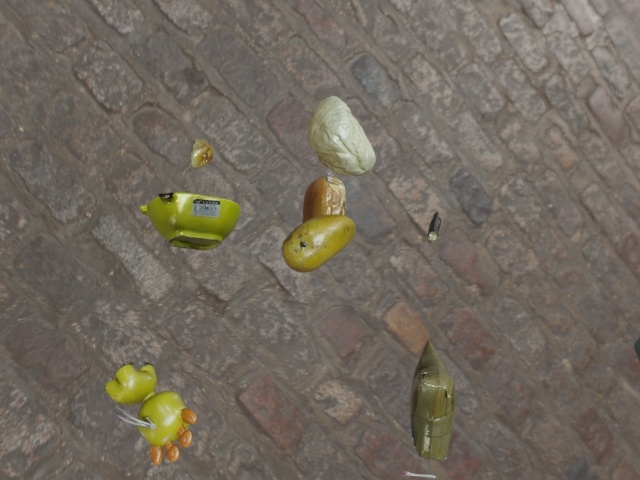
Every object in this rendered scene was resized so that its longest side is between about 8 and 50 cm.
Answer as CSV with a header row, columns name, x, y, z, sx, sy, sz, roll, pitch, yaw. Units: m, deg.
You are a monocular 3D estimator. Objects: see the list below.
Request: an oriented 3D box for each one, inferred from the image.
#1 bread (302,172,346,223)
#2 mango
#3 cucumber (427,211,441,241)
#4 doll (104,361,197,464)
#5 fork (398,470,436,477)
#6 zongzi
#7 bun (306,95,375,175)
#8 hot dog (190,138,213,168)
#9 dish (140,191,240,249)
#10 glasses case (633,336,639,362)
name,x,y,z,sx,sy,sz,roll,pitch,yaw
bread,0.010,-0.079,1.743,0.107,0.136,0.241,15,60,-27
mango,0.000,0.000,1.225,0.195,0.137,0.098,-28,75,-44
cucumber,0.345,-0.040,1.683,0.033,0.034,0.135,51,31,-15
doll,-0.353,0.366,1.191,0.143,0.135,0.221,-46,67,7
fork,0.293,0.710,1.679,0.115,0.016,0.012,3,126,4
zongzi,0.283,0.411,1.448,0.115,0.256,0.228,1,106,3
bun,0.046,-0.246,1.394,0.134,0.220,0.220,-29,95,15
hot dog,-0.191,-0.141,0.899,0.034,0.090,0.030,-2,114,-9
dish,-0.350,-0.041,1.527,0.262,0.221,0.108,12,67,-41
glasses case,0.564,0.204,0.858,0.117,0.301,0.070,-38,87,22
